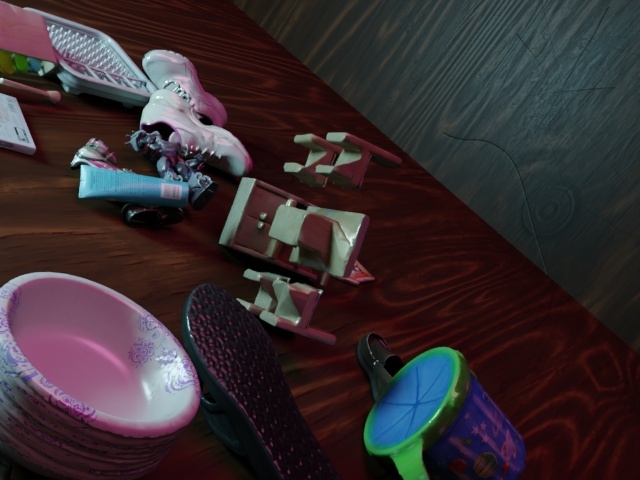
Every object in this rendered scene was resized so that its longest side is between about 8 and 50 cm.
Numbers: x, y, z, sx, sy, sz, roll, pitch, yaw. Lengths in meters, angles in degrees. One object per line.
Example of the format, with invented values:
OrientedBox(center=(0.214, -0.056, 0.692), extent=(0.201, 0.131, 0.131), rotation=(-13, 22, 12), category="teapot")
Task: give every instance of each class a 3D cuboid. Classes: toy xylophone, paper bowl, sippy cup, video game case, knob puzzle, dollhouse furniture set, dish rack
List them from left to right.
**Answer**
OrientedBox(center=(-0.658, -0.246, 1.529), extent=(0.173, 0.022, 0.190), rotation=(14, 31, -44), category="video game case")
OrientedBox(center=(-0.677, -0.414, 1.695), extent=(0.323, 0.081, 0.236), rotation=(14, 60, -68), category="toy xylophone")
OrientedBox(center=(-0.305, 0.183, 0.988), extent=(0.284, 0.148, 0.284), rotation=(32, 18, -12), category="paper bowl")
OrientedBox(center=(-0.587, -0.446, 1.980), extent=(0.286, 0.072, 0.333), rotation=(5, 37, -51), category="dish rack")
OrientedBox(center=(0.000, 0.000, 1.583), extent=(0.257, 0.362, 0.394), rotation=(22, -4, -29), category="dollhouse furniture set")
OrientedBox(center=(0.036, 0.040, 1.966), extent=(0.213, 0.030, 0.213), rotation=(30, 22, -14), category="knob puzzle")
OrientedBox(center=(0.235, 0.348, 1.400), extent=(0.224, 0.305, 0.240), rotation=(42, -23, -13), category="sippy cup")

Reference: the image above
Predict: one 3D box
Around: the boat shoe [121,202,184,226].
OrientedBox(center=(-0.329, -0.046, 1.571), extent=(0.133, 0.049, 0.042), rotation=(4, 33, -42), category="boat shoe")

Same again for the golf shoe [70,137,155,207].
OrientedBox(center=(-0.416, -0.114, 1.583), extent=(0.186, 0.067, 0.086), rotation=(42, 61, -12), category="golf shoe")

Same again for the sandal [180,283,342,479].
OrientedBox(center=(-0.114, 0.267, 1.207), extent=(0.168, 0.107, 0.445), rotation=(4, 50, -55), category="sandal")

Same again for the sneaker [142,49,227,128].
OrientedBox(center=(-0.351, -0.378, 2.071), extent=(0.297, 0.111, 0.129), rotation=(44, 24, -32), category="sneaker")

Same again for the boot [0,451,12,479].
OrientedBox(center=(-0.388, 0.266, 0.856), extent=(0.106, 0.037, 0.114), rotation=(38, 21, -34), category="boot")

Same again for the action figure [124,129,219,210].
OrientedBox(center=(-0.332, -0.171, 1.763), extent=(0.185, 0.099, 0.285), rotation=(11, 29, -38), category="action figure")

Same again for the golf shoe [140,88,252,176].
OrientedBox(center=(-0.312, -0.237, 1.949), extent=(0.306, 0.115, 0.140), rotation=(35, 46, -11), category="golf shoe")

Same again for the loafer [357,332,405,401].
OrientedBox(center=(0.140, 0.258, 1.603), extent=(0.080, 0.078, 0.220), rotation=(24, 25, -27), category="loafer")

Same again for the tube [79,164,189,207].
OrientedBox(center=(-0.364, -0.102, 1.541), extent=(0.207, 0.052, 0.080), rotation=(8, 48, -23), category="tube")
